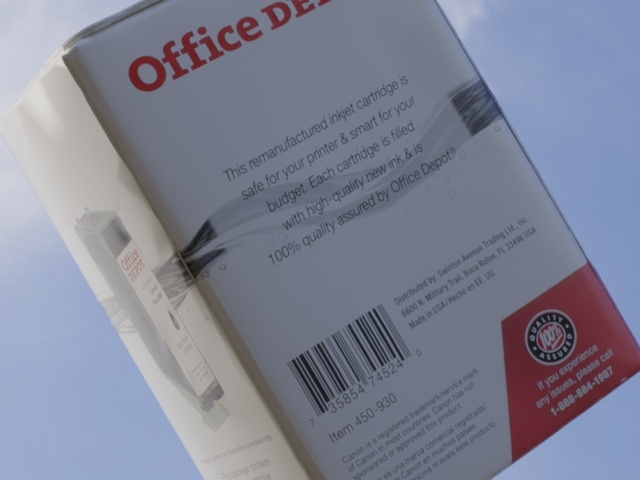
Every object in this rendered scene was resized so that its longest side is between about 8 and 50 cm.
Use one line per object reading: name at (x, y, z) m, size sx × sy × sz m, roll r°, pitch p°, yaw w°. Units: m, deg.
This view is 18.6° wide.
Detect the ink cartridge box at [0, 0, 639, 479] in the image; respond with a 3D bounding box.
ink cartridge box at (0.000, 0.000, 0.474) m, size 0.135 × 0.099 × 0.056 m, roll 60°, pitch -31°, yaw 0°
